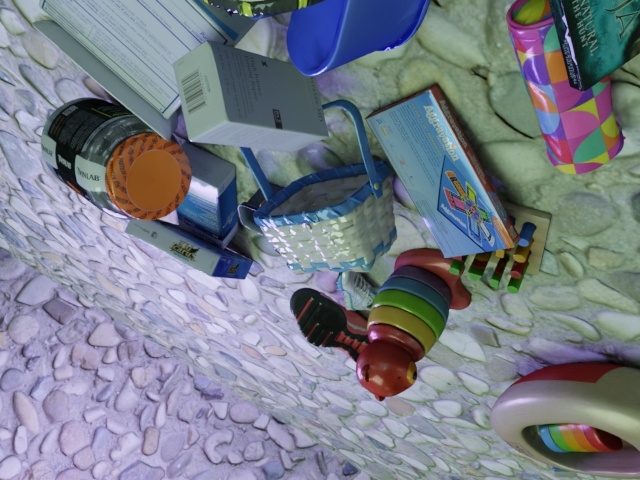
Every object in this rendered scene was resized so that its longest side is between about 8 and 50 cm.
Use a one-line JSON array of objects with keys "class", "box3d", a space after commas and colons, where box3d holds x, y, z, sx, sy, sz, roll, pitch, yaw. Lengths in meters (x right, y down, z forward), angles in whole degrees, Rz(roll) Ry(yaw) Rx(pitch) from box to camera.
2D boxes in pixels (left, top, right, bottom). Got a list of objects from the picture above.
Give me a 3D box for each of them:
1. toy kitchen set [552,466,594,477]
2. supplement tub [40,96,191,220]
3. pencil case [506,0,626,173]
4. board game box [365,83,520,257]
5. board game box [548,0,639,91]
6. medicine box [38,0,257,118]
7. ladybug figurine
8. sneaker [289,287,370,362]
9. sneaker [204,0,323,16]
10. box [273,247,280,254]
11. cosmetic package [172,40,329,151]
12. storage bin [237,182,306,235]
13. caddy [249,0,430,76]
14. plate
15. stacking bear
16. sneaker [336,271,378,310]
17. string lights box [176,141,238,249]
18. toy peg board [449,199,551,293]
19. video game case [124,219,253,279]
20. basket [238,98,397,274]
[{"class": "toy kitchen set", "box3d": [0.637, 0.457, 1.436, 0.207, 0.122, 0.166, -6, 137, 19]}, {"class": "supplement tub", "box3d": [-0.416, -0.166, 1.273, 0.338, 0.207, 0.207, 27, 155, 45]}, {"class": "pencil case", "box3d": [0.302, -0.192, 0.757, 0.104, 0.104, 0.236, 4, 143, 39]}, {"class": "board game box", "box3d": [0.194, -0.100, 0.996, 0.145, 0.027, 0.281, -12, 115, 52]}, {"class": "board game box", "box3d": [0.293, -0.263, 0.635, 0.186, 0.126, 0.026, 56, 179, -37]}, {"class": "medicine box", "box3d": [-0.248, -0.369, 0.945, 0.263, 0.149, 0.289, 42, 149, -18]}, {"class": "ladybug figurine", "box3d": [0.548, 0.363, 1.291, 0.305, 0.162, 0.449, 40, 149, -16]}, {"class": "sneaker", "box3d": [0.038, 0.214, 1.572, 0.314, 0.116, 0.136, 37, -174, -23]}, {"class": "sneaker", "box3d": [-0.135, -0.350, 0.645, 0.384, 0.145, 0.147, 27, 135, 31]}, {"class": "box", "box3d": [0.000, 0.000, 1.359, 0.100, 0.060, 0.244, 41, 149, -16]}, {"class": "cosmetic package", "box3d": [-0.093, -0.200, 0.905, 0.085, 0.231, 0.117, -17, 84, 37]}, {"class": "storage bin", "box3d": [-0.093, -0.066, 1.315, 0.135, 0.091, 0.098, 21, 149, 17]}, {"class": "caddy", "box3d": [0.027, -0.353, 0.693, 0.241, 0.179, 0.341, 49, 155, 16]}, {"class": "plate", "box3d": [-0.367, -0.304, 1.147, 0.278, 0.045, 0.277, 42, -175, -18]}, {"class": "stacking bear", "box3d": [0.167, 0.176, 1.236, 0.164, 0.289, 0.175, 12, 145, 31]}, {"class": "sneaker", "box3d": [0.092, 0.107, 1.441, 0.082, 0.071, 0.191, 10, 153, 22]}, {"class": "string lights box", "box3d": [-0.268, -0.096, 1.447, 0.133, 0.077, 0.260, 26, 150, 10]}, {"class": "toy peg board", "box3d": [0.298, 0.011, 1.080, 0.161, 0.079, 0.161, 18, 148, 22]}, {"class": "video game case", "box3d": [-0.321, 0.018, 1.568, 0.244, 0.061, 0.269, 25, 179, 11]}, {"class": "basket", "box3d": [-0.006, -0.090, 1.094, 0.254, 0.201, 0.289, -1, 124, 38]}]
